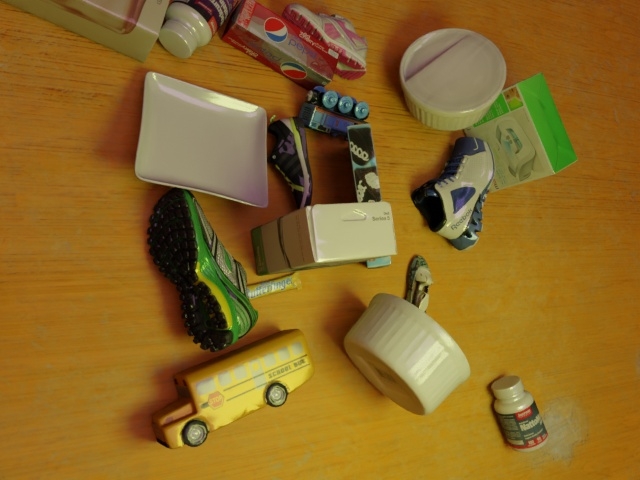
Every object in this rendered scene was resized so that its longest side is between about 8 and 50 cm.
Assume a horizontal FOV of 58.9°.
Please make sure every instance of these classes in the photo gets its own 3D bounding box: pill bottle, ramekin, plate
[{"bbox_3d":[0.533,0.465,1.532,0.108,0.108,0.180,-26,95,-30],"label":"pill bottle"},{"bbox_3d":[0.183,0.263,1.277,0.135,0.277,0.277,-45,104,-19],"label":"ramekin"},{"bbox_3d":[-0.267,-0.492,1.230,0.108,0.108,0.193,36,66,-20],"label":"pill bottle"},{"bbox_3d":[-0.245,-0.204,1.197,0.278,0.045,0.277,12,58,-28],"label":"plate"},{"bbox_3d":[0.342,-0.414,1.496,0.273,0.127,0.272,-2,68,6],"label":"ramekin"}]

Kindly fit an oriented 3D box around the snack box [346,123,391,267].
[{"bbox_3d":[0.116,-0.095,1.342,0.060,0.187,0.321,-9,85,6],"label":"snack box"}]

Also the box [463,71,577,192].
[{"bbox_3d":[0.547,-0.295,1.591,0.127,0.231,0.261,-27,96,-32],"label":"box"}]

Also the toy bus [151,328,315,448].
[{"bbox_3d":[-0.177,0.297,1.153,0.333,0.108,0.130,-18,91,-31],"label":"toy bus"}]

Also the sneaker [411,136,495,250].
[{"bbox_3d":[0.351,-0.145,1.516,0.182,0.128,0.315,18,75,-28],"label":"sneaker"}]

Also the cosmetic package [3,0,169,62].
[{"bbox_3d":[-0.456,-0.497,1.111,0.296,0.129,0.153,18,72,-27],"label":"cosmetic package"}]

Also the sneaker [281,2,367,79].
[{"bbox_3d":[0.016,-0.510,1.408,0.252,0.103,0.111,29,65,-30],"label":"sneaker"}]

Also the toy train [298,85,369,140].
[{"bbox_3d":[0.037,-0.307,1.383,0.184,0.080,0.105,9,108,-36],"label":"toy train"}]

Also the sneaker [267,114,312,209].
[{"bbox_3d":[-0.076,-0.175,1.321,0.097,0.084,0.234,-7,84,-6],"label":"sneaker"}]

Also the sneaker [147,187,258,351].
[{"bbox_3d":[-0.240,0.051,1.167,0.146,0.134,0.343,-17,85,-59],"label":"sneaker"}]

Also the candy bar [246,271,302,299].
[{"bbox_3d":[-0.115,0.107,1.272,0.162,0.018,0.040,-12,88,-31],"label":"candy bar"}]

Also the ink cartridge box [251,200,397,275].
[{"bbox_3d":[0.000,0.000,1.206,0.199,0.273,0.114,-5,85,-30],"label":"ink cartridge box"}]

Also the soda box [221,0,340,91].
[{"bbox_3d":[-0.090,-0.455,1.334,0.264,0.092,0.083,25,71,-25],"label":"soda box"}]

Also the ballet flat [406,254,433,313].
[{"bbox_3d":[0.259,0.127,1.456,0.070,0.070,0.188,18,73,-26],"label":"ballet flat"}]
